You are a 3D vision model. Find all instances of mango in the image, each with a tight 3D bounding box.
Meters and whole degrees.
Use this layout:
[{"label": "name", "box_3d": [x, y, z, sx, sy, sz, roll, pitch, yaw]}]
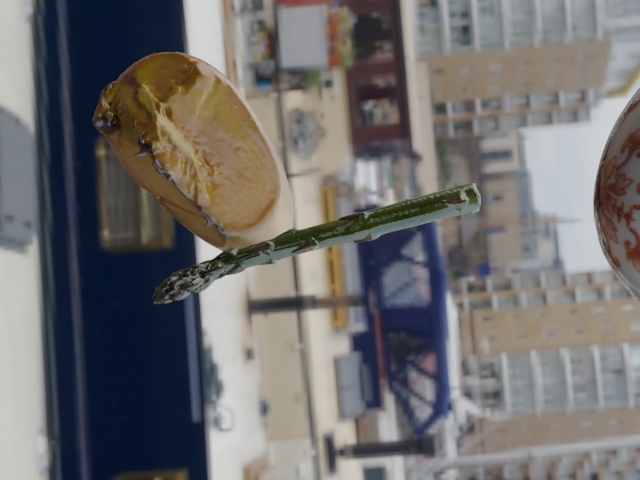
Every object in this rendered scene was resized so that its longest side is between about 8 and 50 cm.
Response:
[{"label": "mango", "box_3d": [-0.101, -0.071, 1.249, 0.154, 0.126, 0.252, 39, -8, 48]}]

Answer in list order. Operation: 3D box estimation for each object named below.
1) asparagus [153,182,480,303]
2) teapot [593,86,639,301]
[{"label": "asparagus", "box_3d": [0.000, 0.000, 0.925, 0.025, 0.248, 0.024, -142, -141, -64]}, {"label": "teapot", "box_3d": [0.202, -0.039, 0.608, 0.116, 0.159, 0.245, -94, 167, -46]}]
